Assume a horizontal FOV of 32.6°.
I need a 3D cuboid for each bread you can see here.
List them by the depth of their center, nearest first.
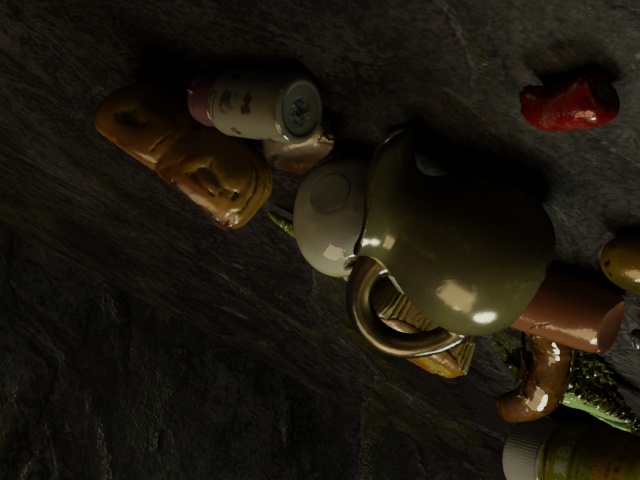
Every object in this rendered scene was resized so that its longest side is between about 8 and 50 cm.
[{"bbox_3d":[-0.233,-0.161,1.923,0.328,0.148,0.337,38,178,0],"label":"bread"},{"bbox_3d":[0.206,0.194,2.383,0.288,0.119,0.152,36,164,-26],"label":"bread"}]

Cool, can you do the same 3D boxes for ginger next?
[{"bbox_3d":[0.413,0.230,2.059,0.133,0.107,0.309,-5,122,-6],"label":"ginger"}]

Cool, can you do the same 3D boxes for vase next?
[{"bbox_3d":[0.163,0.031,1.655,0.302,0.329,0.241,28,-165,-2],"label":"vase"}]

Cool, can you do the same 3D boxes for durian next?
[{"bbox_3d":[0.499,0.274,2.185,0.375,0.107,0.132,30,161,-9],"label":"durian"}]

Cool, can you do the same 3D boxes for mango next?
[{"bbox_3d":[0.493,0.041,1.607,0.161,0.076,0.103,12,152,20],"label":"mango"}]

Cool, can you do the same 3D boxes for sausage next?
[{"bbox_3d":[0.366,0.100,1.879,0.304,0.121,0.121,19,160,33],"label":"sausage"}]

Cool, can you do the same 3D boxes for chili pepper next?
[{"bbox_3d":[0.302,-0.165,1.320,0.073,0.070,0.123,52,157,-18],"label":"chili pepper"}]

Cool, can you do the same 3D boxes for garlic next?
[{"bbox_3d":[-0.042,-0.167,1.802,0.101,0.087,0.195,18,162,-14],"label":"garlic"}]

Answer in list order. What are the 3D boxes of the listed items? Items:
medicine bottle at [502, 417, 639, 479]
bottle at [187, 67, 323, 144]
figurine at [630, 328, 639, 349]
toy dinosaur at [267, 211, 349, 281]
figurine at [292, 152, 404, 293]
[{"bbox_3d":[0.625,0.531,2.530,0.224,0.224,0.384,40,159,-33],"label":"medicine bottle"},{"bbox_3d":[-0.113,-0.215,1.716,0.233,0.110,0.110,11,156,41],"label":"bottle"},{"bbox_3d":[0.590,0.168,1.832,0.149,0.086,0.087,18,123,63],"label":"figurine"},{"bbox_3d":[0.000,0.000,2.205,0.259,0.094,0.153,34,160,8],"label":"toy dinosaur"},{"bbox_3d":[0.135,-0.004,1.890,0.274,0.227,0.394,-17,148,25],"label":"figurine"}]
